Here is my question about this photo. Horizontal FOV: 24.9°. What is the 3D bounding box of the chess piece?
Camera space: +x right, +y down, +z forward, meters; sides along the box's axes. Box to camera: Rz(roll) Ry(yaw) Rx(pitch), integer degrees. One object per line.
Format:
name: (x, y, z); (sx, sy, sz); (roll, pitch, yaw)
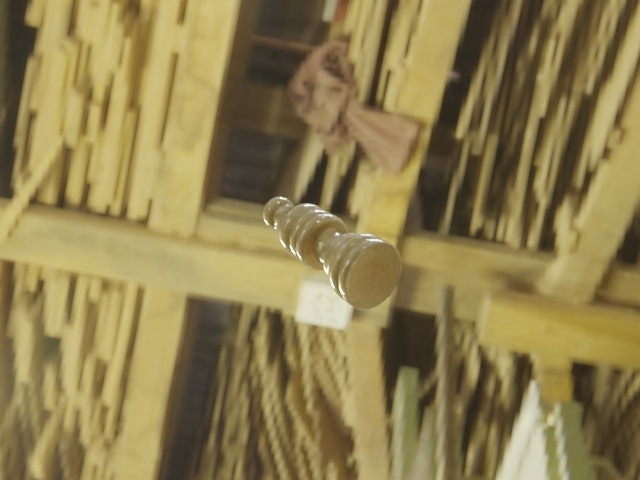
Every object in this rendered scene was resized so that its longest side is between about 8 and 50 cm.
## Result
chess piece: (0.000, 0.000, 0.719); (0.092, 0.035, 0.035); (34, 120, 48)
